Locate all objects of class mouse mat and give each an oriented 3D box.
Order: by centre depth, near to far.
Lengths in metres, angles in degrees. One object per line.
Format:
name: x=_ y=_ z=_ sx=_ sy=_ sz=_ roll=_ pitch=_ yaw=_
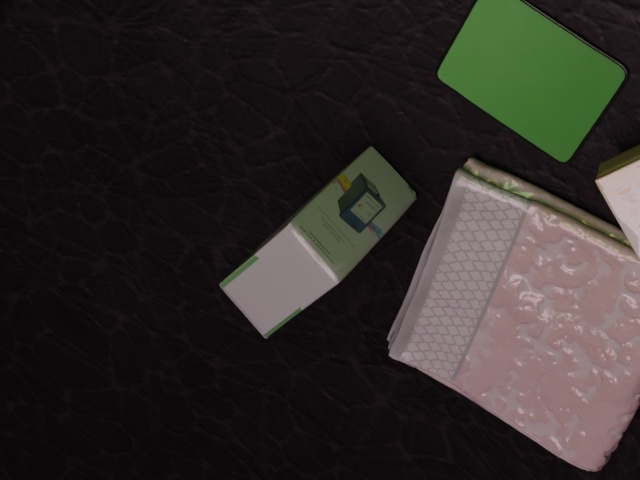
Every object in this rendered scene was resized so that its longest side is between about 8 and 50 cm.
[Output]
mouse mat: x=0.231 y=-0.184 z=1.683 sx=0.190 sy=0.007 sz=0.152 roll=36 pitch=132 yaw=7

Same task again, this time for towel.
towel: x=0.257 y=0.095 z=1.823 sx=0.317 sy=0.053 sz=0.331 roll=28 pitch=131 yaw=12

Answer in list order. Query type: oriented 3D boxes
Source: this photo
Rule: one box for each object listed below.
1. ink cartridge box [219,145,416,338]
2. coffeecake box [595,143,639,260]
ink cartridge box: x=0.000 y=0.000 z=1.808 sx=0.093 sy=0.212 sz=0.154 roll=49 pitch=133 yaw=-1
coffeecake box: x=0.401 y=-0.025 z=1.616 sx=0.142 sy=0.068 sz=0.185 roll=-27 pitch=101 yaw=24
